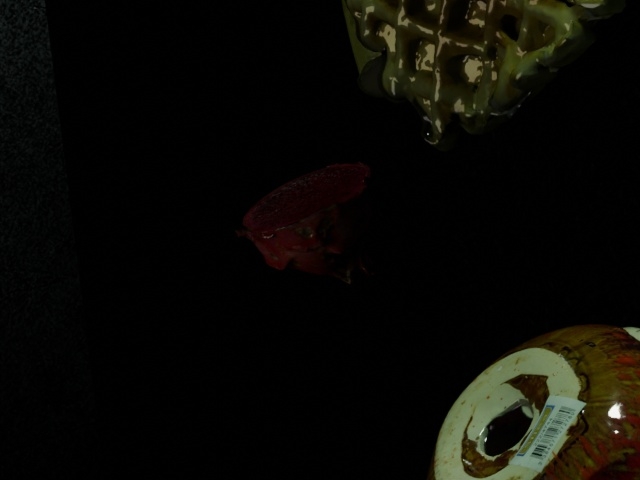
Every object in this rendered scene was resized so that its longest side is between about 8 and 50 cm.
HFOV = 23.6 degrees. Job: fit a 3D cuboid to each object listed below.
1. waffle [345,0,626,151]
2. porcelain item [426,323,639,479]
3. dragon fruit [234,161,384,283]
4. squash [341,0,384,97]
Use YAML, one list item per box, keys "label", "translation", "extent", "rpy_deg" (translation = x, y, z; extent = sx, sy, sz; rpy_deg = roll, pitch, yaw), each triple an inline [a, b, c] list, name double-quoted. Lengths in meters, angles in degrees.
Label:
- label: "waffle"
  translation: [0.120, -0.239, 1.189]
  extent: [0.317, 0.073, 0.297]
  rpy_deg: [-36, 69, 51]
- label: "porcelain item"
  translation: [0.199, 0.191, 1.048]
  extent: [0.253, 0.253, 0.253]
  rpy_deg: [172, 90, -70]
- label: "dragon fruit"
  translation: [0.000, 0.000, 1.573]
  extent: [0.111, 0.153, 0.153]
  rpy_deg: [66, 163, -16]
- label: "squash"
  translation: [0.060, -0.229, 1.381]
  extent: [0.095, 0.095, 0.188]
  rpy_deg: [121, 140, -59]
